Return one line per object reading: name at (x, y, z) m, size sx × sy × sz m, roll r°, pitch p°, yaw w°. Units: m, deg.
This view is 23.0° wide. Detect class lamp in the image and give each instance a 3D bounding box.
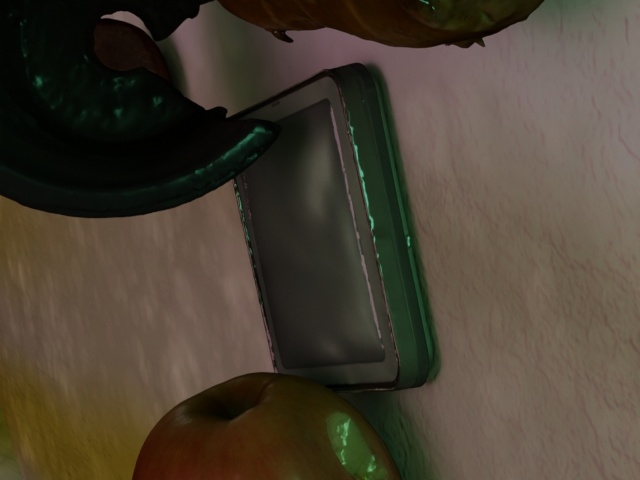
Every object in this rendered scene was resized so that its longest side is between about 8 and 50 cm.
lamp at (0.000, 0.000, 1.356) m, size 0.269 × 0.047 × 0.266 m, roll -13°, pitch 87°, yaw 66°

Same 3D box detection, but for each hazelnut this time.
hazelnut at (-0.219, -0.160, 1.686) m, size 0.143 × 0.143 × 0.154 m, roll 135°, pitch 129°, yaw -61°

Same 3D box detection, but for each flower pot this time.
flower pot at (-0.192, -0.202, 1.385) m, size 0.251 × 0.379 × 0.379 m, roll 160°, pitch 99°, yaw -85°

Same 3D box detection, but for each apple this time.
apple at (-0.043, 0.236, 1.319) m, size 0.242 × 0.242 × 0.241 m, roll -16°, pitch 94°, yaw 66°

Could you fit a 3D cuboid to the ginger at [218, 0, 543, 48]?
ginger at (0.019, -0.219, 1.067) m, size 0.418 × 0.254 × 0.176 m, roll 19°, pitch 89°, yaw 42°
